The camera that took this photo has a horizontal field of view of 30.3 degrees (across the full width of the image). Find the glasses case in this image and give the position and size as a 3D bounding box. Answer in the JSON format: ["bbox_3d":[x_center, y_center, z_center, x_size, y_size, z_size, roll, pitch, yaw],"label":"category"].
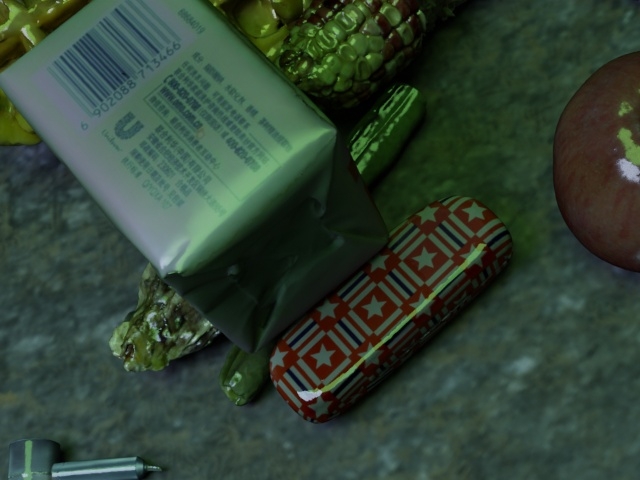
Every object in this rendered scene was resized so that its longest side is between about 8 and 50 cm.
[{"bbox_3d":[0.048,0.046,0.829,0.194,0.049,0.073,-41,60,-3],"label":"glasses case"}]

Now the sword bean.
[{"bbox_3d":[-0.001,0.001,0.872,0.043,0.038,0.269,16,71,48],"label":"sword bean"}]

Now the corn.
[{"bbox_3d":[0.076,-0.207,0.896,0.098,0.098,0.290,34,76,26],"label":"corn"}]

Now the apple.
[{"bbox_3d":[0.228,-0.056,0.779,0.153,0.120,0.153,-6,66,13],"label":"apple"}]

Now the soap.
[{"bbox_3d":[-0.075,-0.051,0.775,0.138,0.182,0.199,-42,66,-5],"label":"soap"}]

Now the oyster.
[{"bbox_3d":[-0.092,0.028,0.877,0.108,0.053,0.166,10,70,19],"label":"oyster"}]

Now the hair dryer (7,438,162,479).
[{"bbox_3d":[-0.169,0.173,0.852,0.114,0.037,0.063,-7,67,6],"label":"hair dryer"}]

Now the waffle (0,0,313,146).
[{"bbox_3d":[-0.161,-0.251,0.925,0.379,0.095,0.382,6,87,-5],"label":"waffle"}]
